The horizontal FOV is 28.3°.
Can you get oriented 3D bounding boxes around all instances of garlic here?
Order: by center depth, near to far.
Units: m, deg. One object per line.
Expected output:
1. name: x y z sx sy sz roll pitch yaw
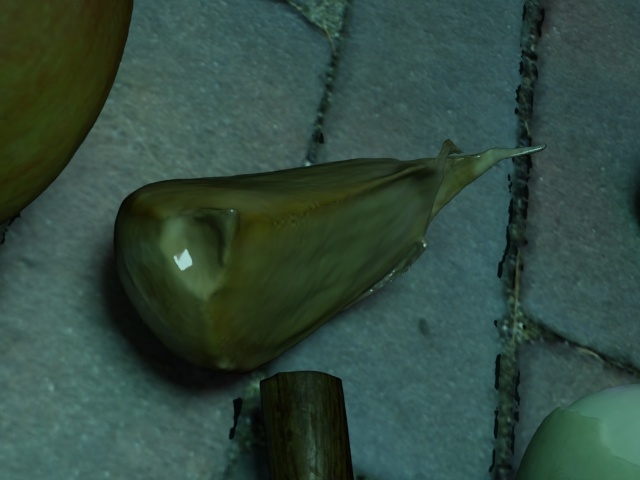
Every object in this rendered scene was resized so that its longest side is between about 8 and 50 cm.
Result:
1. garlic: -0.001 0.002 0.941 0.338 0.196 0.151 -13 83 -42

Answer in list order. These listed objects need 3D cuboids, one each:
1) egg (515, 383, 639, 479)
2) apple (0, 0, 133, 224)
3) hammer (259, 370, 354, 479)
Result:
1. egg: 0.275 0.250 0.880 0.278 0.278 0.336 -24 81 -42
2. apple: -0.298 -0.159 0.720 0.392 0.391 0.346 0 60 -34
3. hammer: 0.005 0.244 0.784 0.243 0.095 0.408 21 44 -29
